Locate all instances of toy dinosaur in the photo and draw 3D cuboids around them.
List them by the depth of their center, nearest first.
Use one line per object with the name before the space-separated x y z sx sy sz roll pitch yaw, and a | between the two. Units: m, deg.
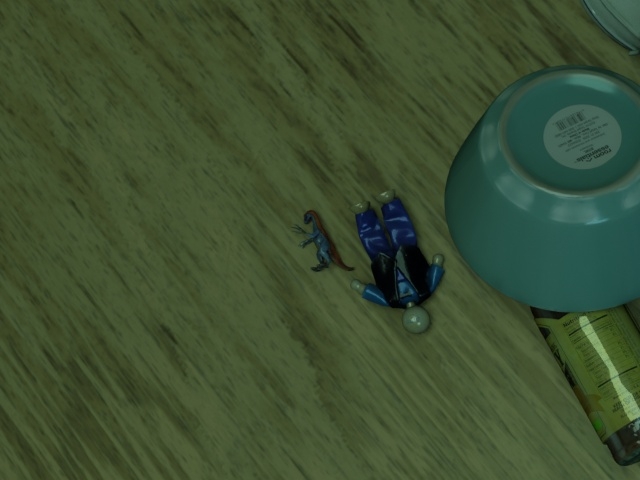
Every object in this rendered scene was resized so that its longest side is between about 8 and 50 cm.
toy dinosaur | 0.000 0.000 2.068 0.090 0.047 0.082 8 74 -10

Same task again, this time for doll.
doll | 0.097 0.034 2.008 0.129 0.046 0.189 -22 81 8

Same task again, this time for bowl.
bowl | 0.300 -0.087 1.820 0.312 0.163 0.311 -3 61 6

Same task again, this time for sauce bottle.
sauce bottle | 0.329 0.106 1.872 0.111 0.111 0.344 -32 68 15

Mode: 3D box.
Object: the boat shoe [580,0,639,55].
boat shoe | 0.455 -0.255 1.847 0.367 0.156 0.136 41 98 21
